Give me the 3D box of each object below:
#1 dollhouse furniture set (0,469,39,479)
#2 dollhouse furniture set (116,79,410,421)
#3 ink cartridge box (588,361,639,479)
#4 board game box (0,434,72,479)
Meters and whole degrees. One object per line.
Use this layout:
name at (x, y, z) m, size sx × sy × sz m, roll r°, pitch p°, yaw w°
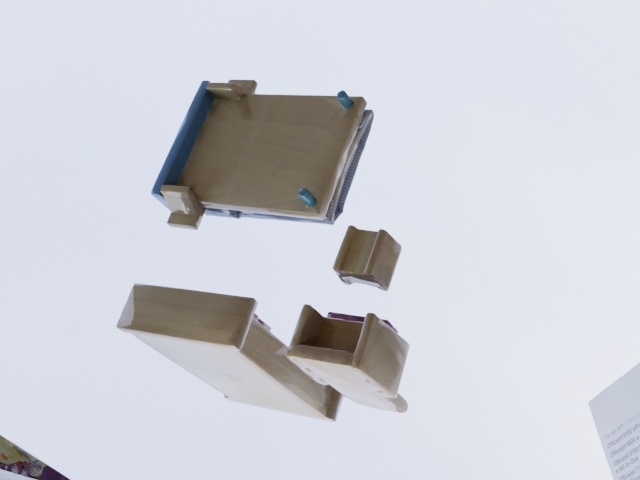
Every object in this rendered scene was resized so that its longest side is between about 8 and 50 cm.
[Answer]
dollhouse furniture set at (-0.109, 0.129, 0.282) m, size 0.182 × 0.161 × 0.101 m, roll 20°, pitch -95°, yaw -22°
dollhouse furniture set at (0.000, 0.000, 0.895) m, size 0.286 × 0.198 × 0.303 m, roll 5°, pitch -115°, yaw 32°
ink cartridge box at (0.394, 0.246, 0.772) m, size 0.223 × 0.129 × 0.307 m, roll 0°, pitch -123°, yaw -18°
board game box at (-0.340, 0.306, 0.855) m, size 0.208 × 0.347 × 0.056 m, roll 44°, pitch -150°, yaw -20°
